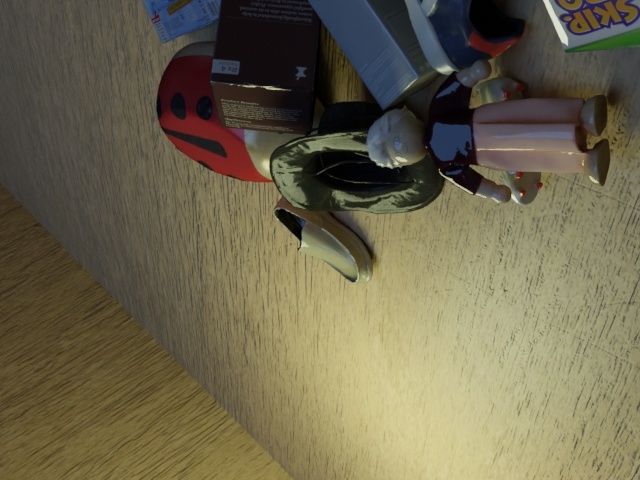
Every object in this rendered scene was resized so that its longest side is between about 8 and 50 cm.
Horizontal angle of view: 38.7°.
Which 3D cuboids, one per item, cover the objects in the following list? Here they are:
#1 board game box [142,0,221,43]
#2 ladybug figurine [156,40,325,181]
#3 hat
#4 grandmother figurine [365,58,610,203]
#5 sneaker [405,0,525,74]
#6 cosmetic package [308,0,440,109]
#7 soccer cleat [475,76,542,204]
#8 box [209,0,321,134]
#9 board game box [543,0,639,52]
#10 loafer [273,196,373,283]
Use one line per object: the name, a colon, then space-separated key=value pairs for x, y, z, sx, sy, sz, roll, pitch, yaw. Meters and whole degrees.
board game box: x=-0.297 y=-0.573 z=1.804 sx=0.319 sy=0.066 sz=0.317 roll=2 pitch=121 yaw=57
ladybug figurine: x=-0.176 y=-0.238 z=1.806 sx=0.449 sy=0.162 sz=0.305 roll=18 pitch=144 yaw=41
hat: x=0.063 y=-0.160 z=1.569 sx=0.331 sy=0.332 sz=0.133 roll=135 pitch=140 yaw=-61
grandmother figurine: x=0.222 y=-0.149 z=1.283 sx=0.343 sy=0.104 sz=0.207 roll=0 pitch=101 yaw=30
sneaker: x=0.161 y=-0.388 z=1.208 sx=0.148 sy=0.131 sz=0.350 roll=-11 pitch=131 yaw=38
cosmetic package: x=0.091 y=-0.339 z=1.414 sx=0.237 sy=0.107 sz=0.127 roll=59 pitch=152 yaw=2
soccer cleat: x=0.281 y=-0.148 z=1.355 sx=0.076 sy=0.068 sz=0.196 roll=13 pitch=122 yaw=58
box: x=-0.087 y=-0.295 z=1.542 sx=0.203 sy=0.169 sz=0.166 roll=98 pitch=178 yaw=-75
board game box: x=0.312 y=-0.303 z=1.047 sx=0.124 sy=0.039 sz=0.259 roll=3 pitch=151 yaw=36
loafer: x=0.000 y=0.000 z=1.900 sx=0.268 sy=0.092 sz=0.102 roll=45 pitch=149 yaw=20
